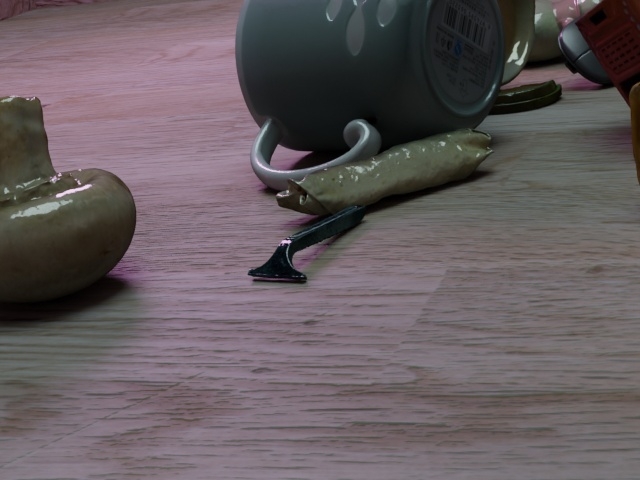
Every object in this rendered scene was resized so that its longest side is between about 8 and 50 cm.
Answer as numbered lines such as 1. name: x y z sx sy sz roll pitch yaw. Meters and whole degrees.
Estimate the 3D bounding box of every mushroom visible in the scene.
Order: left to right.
1. mushroom: -0.285 -0.035 1.278 0.206 0.209 0.206 17 11 -3

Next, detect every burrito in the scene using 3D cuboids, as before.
1. burrito: 0.077 -0.077 1.439 0.275 0.059 0.082 -18 8 -29

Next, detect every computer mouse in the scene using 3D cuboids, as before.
1. computer mouse: 0.452 -0.302 1.882 0.232 0.057 0.120 -24 67 -41

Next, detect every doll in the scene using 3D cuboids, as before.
1. doll: 0.383 -0.356 2.050 0.275 0.113 0.155 0 23 23

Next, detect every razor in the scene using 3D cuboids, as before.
1. razor: -0.001 -0.006 1.297 0.066 0.033 0.190 3 21 30

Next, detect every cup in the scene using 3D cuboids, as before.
1. cup: 0.054 -0.205 1.576 0.274 0.259 0.357 2 53 40

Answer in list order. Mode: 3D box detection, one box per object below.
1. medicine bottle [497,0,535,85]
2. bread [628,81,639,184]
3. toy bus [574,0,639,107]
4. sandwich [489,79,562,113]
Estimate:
1. medicine bottle: 0.097 -0.328 1.891 0.406 0.236 0.235 0 19 44
2. bread: 0.405 -0.105 1.231 0.143 0.149 0.158 -16 19 -31
3. toy bus: 0.542 -0.311 1.484 0.427 0.233 0.203 -30 0 -7
4. sandwich: 0.287 -0.207 1.777 0.135 0.029 0.067 -14 20 -10
